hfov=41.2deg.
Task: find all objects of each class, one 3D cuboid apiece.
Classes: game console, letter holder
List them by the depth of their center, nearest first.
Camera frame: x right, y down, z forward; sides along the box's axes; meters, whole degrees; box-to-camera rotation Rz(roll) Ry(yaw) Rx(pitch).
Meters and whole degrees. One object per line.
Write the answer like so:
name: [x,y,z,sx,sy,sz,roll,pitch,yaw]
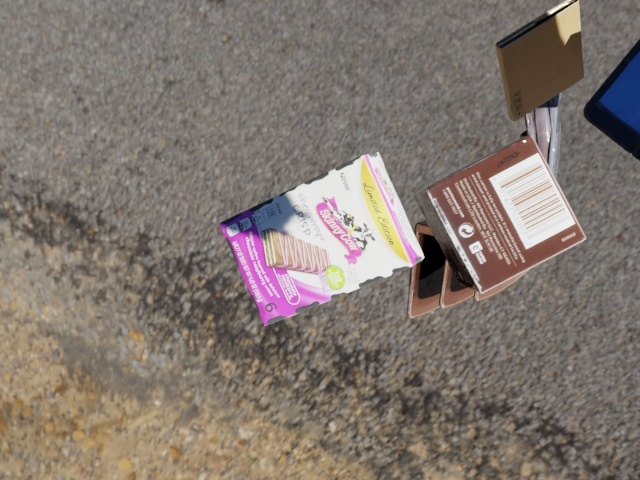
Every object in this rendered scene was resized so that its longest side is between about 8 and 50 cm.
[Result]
game console: [0.334,-0.151,0.827,0.085,0.144,0.124,37,19,4]
letter holder: [0.316,0.052,1.724,0.152,0.215,0.302,18,23,31]

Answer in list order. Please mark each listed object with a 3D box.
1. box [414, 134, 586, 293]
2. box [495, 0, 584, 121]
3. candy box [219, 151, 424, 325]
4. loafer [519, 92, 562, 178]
box: [0.254,-0.037,1.250,0.167,0.203,0.168,-28,89,1]
box: [0.406,-0.327,1.555,0.164,0.201,0.021,-32,53,-2]
candy box: [0.000,0.000,1.146,0.159,0.233,0.071,66,22,0]
loafer: [0.485,-0.258,1.895,0.095,0.303,0.109,6,24,22]
